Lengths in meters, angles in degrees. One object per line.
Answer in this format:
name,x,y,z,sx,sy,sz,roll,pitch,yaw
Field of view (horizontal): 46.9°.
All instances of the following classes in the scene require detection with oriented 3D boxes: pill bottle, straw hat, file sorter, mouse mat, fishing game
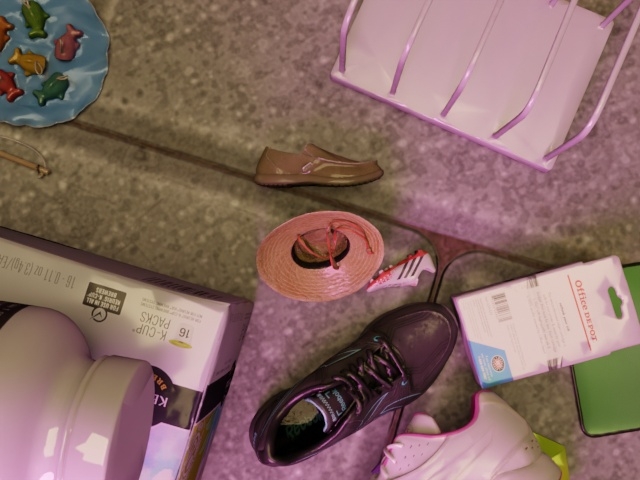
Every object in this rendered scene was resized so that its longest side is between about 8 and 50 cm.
pill bottle,-0.297,0.126,0.538,0.323,0.181,0.181,8,86,1
straw hat,0.000,0.000,0.824,0.145,0.144,0.061,-4,45,0
file sorter,0.176,-0.226,0.788,0.278,0.173,0.192,24,87,1
mouse mat,0.358,0.121,0.844,0.153,0.007,0.189,-9,85,0
fishing game,-0.341,-0.223,0.856,0.189,0.041,0.264,26,86,-1

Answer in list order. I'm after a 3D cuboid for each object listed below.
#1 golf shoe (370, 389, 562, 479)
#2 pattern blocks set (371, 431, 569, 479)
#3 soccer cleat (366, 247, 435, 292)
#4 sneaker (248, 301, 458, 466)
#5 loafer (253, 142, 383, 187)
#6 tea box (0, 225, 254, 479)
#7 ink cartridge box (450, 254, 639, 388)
golf shoe,0.089,0.265,0.766,0.306,0.115,0.140,-25,76,-8
pattern blocks set,0.192,0.348,0.818,0.325,0.026,0.285,30,87,2
soccer cleat,0.092,0.041,0.840,0.083,0.029,0.035,-31,82,-6
sneaker,0.042,0.162,0.794,0.267,0.106,0.101,-37,85,-4
loafer,-0.002,-0.085,0.835,0.148,0.056,0.050,-1,92,0
tea box,-0.276,0.168,0.736,0.329,0.220,0.323,16,87,2
ink cartridge box,0.246,0.087,0.815,0.180,0.060,0.104,-15,86,3
